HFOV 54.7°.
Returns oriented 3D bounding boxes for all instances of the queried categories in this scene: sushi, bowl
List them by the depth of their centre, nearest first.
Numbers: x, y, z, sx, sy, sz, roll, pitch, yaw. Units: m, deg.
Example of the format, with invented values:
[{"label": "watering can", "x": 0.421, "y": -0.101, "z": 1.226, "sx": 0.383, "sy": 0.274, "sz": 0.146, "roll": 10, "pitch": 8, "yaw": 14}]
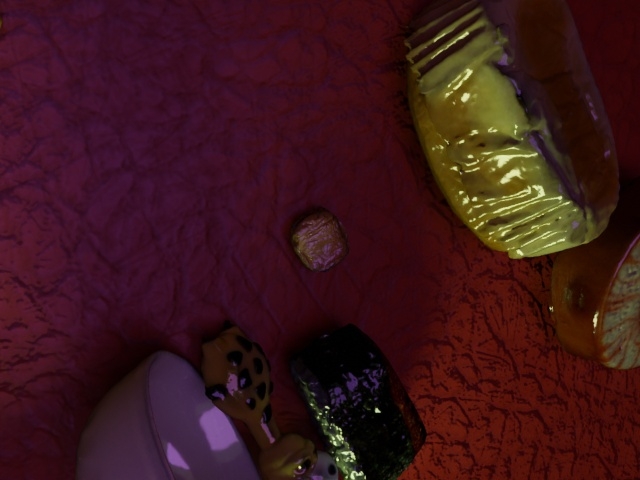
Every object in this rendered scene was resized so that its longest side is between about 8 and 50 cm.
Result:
[{"label": "bowl", "x": -0.168, "y": 0.273, "z": 0.672, "sx": 0.145, "sy": 0.277, "sz": 0.277, "roll": -32, "pitch": 109, "yaw": -1}, {"label": "sushi", "x": 0.048, "y": 0.226, "z": 0.818, "sx": 0.126, "sy": 0.136, "sz": 0.225, "roll": -34, "pitch": 116, "yaw": -12}]

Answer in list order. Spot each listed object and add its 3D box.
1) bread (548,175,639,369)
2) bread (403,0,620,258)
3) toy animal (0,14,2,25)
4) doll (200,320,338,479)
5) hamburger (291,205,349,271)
[{"label": "bread", "x": 0.505, "y": 0.045, "z": 0.963, "sx": 0.327, "sy": 0.114, "sz": 0.295, "roll": -31, "pitch": 125, "yaw": -12}, {"label": "bread", "x": 0.252, "y": -0.162, "z": 0.836, "sx": 0.236, "sy": 0.183, "sz": 0.389, "roll": -29, "pitch": 102, "yaw": -33}, {"label": "toy animal", "x": -0.393, "y": -0.217, "z": 0.557, "sx": 0.165, "sy": 0.149, "sz": 0.248, "roll": 25, "pitch": 68, "yaw": -20}, {"label": "doll", "x": -0.063, "y": 0.238, "z": 0.769, "sx": 0.117, "sy": 0.086, "sz": 0.291, "roll": -31, "pitch": 94, "yaw": -54}, {"label": "hamburger", "x": 0.000, "y": 0.000, "z": 0.810, "sx": 0.076, "sy": 0.044, "sz": 0.083, "roll": -28, "pitch": 106, "yaw": -15}]
